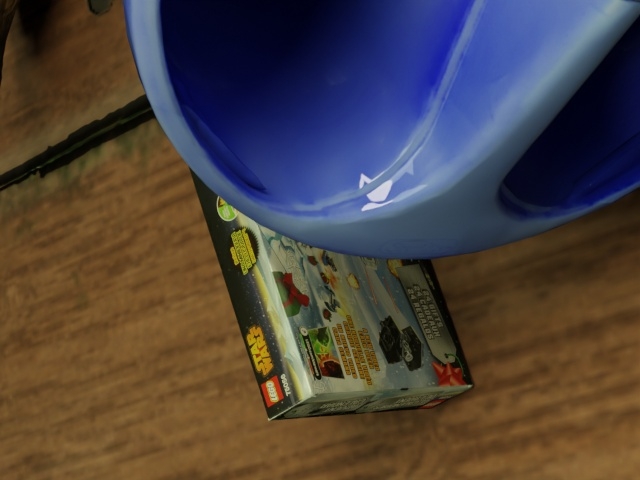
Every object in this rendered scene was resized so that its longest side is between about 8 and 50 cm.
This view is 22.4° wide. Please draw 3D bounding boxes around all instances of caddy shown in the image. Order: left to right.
[{"bbox_3d":[0.065,-0.149,0.445,0.179,0.241,0.341,60,140,43],"label":"caddy"}]

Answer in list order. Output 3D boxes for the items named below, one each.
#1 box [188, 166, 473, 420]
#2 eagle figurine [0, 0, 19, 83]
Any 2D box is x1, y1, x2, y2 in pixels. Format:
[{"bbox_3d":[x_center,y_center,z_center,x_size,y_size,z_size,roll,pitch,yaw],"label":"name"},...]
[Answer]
[{"bbox_3d":[0.000,0.000,0.622,0.027,0.094,0.137,-34,65,38],"label":"box"},{"bbox_3d":[-0.137,-0.236,0.732,0.298,0.225,0.226,58,175,-8],"label":"eagle figurine"}]
